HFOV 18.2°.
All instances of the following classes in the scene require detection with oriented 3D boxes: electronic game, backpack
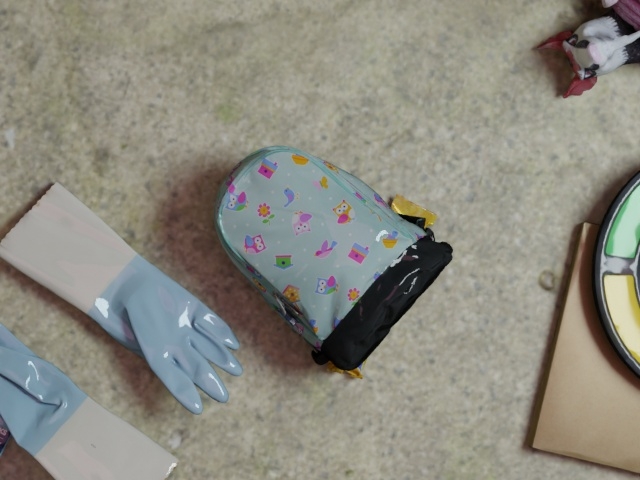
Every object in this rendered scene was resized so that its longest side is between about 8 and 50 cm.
[{"bbox_3d":[0.342,0.029,1.692,0.229,0.048,0.229,0,87,-6],"label":"electronic game"},{"bbox_3d":[0.000,0.000,1.633,0.182,0.115,0.152,42,86,7],"label":"backpack"}]

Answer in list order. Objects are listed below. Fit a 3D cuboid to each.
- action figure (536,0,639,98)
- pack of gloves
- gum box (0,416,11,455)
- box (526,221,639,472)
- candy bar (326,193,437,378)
[{"bbox_3d":[0.349,-0.221,1.643,0.370,0.276,0.248,-15,128,26],"label":"action figure"},{"bbox_3d":[-0.195,0.099,1.649,0.232,0.046,0.195,40,75,3],"label":"pack of gloves"},{"bbox_3d":[-0.359,0.195,1.628,0.157,0.041,0.184,29,85,-6],"label":"gum box"},{"bbox_3d":[0.279,0.099,1.719,0.164,0.021,0.201,14,88,-7],"label":"box"},{"bbox_3d":[0.049,0.042,1.693,0.040,0.018,0.161,25,85,-6],"label":"candy bar"}]
